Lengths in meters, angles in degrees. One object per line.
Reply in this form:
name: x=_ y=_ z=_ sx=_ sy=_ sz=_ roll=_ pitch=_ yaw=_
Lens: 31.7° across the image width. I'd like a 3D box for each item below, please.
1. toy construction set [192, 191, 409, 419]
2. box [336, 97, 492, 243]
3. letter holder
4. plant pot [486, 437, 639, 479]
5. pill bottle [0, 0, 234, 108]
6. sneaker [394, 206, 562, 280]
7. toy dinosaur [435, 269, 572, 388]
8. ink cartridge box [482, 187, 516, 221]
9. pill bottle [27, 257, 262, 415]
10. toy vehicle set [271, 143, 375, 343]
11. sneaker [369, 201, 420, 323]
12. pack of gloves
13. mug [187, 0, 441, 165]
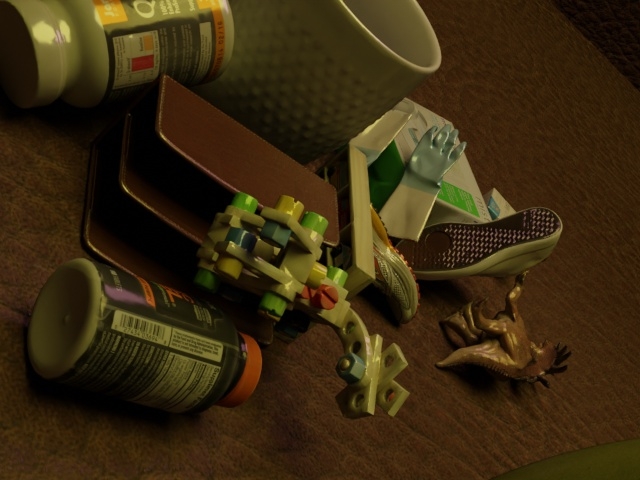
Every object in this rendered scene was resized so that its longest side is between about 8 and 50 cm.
toy construction set: x=-0.017 y=0.065 z=1.308 sx=0.151 sy=0.215 sz=0.328 roll=-53 pitch=124 yaw=-22
box: x=0.155 y=-0.116 z=1.975 sx=0.231 sy=0.126 sz=0.262 roll=22 pitch=39 yaw=-39
letter holder: x=-0.131 y=-0.026 z=1.424 sx=0.301 sy=0.152 sz=0.214 roll=32 pitch=35 yaw=-31
plant pot: x=0.372 y=0.391 z=1.510 sx=0.274 sy=0.293 sz=0.275 roll=36 pitch=32 yaw=-27
pill bottle: x=-0.261 y=-0.256 z=1.421 sx=0.278 sy=0.162 sz=0.162 roll=-18 pitch=70 yaw=-37
sneaker: x=0.263 y=0.033 z=1.901 sx=0.290 sy=0.123 sz=0.106 roll=-10 pitch=55 yaw=-7
toy dinosaur: x=0.312 y=0.183 z=1.861 sx=0.295 sy=0.127 sz=0.200 roll=-24 pitch=84 yaw=-55
ink cartridge box: x=0.339 y=-0.008 z=2.147 sx=0.143 sy=0.090 sz=0.092 roll=47 pitch=29 yaw=-9
pill bottle: x=-0.178 y=0.113 z=1.210 sx=0.245 sy=0.130 sz=0.130 roll=24 pitch=38 yaw=-41
toy vehicle set: x=0.000 y=0.000 z=1.565 sx=0.035 sy=0.166 sz=0.267 roll=35 pitch=32 yaw=-27
sneaker: x=0.072 y=0.038 z=1.729 sx=0.225 sy=0.092 sz=0.088 roll=57 pitch=-17 yaw=-15
pack of gloves: x=0.112 y=-0.124 z=1.804 sx=0.232 sy=0.195 sz=0.046 roll=-60 pitch=152 yaw=-25
mug: x=-0.016 y=-0.263 z=1.680 sx=0.276 sy=0.328 sz=0.374 roll=54 pitch=27 yaw=5
